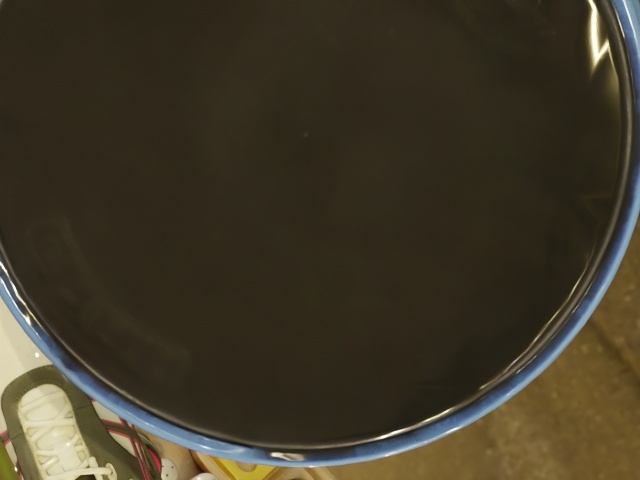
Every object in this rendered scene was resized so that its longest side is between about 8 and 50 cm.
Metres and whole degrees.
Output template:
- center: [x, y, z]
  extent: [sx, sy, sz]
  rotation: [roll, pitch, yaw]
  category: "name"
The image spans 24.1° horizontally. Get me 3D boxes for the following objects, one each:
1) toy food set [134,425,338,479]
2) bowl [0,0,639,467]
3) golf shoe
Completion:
- center: [-0.048, 0.256, 1.445]
  extent: [0.306, 0.220, 0.092]
  rotation: [48, 138, 3]
  category: "toy food set"
- center: [-0.009, -0.060, 0.805]
  extent: [0.077, 0.391, 0.391]
  rotation: [-99, -10, -77]
  category: "bowl"
- center: [-0.168, 0.124, 1.012]
  extent: [0.120, 0.105, 0.273]
  rotation: [-120, 5, -67]
  category: "golf shoe"
